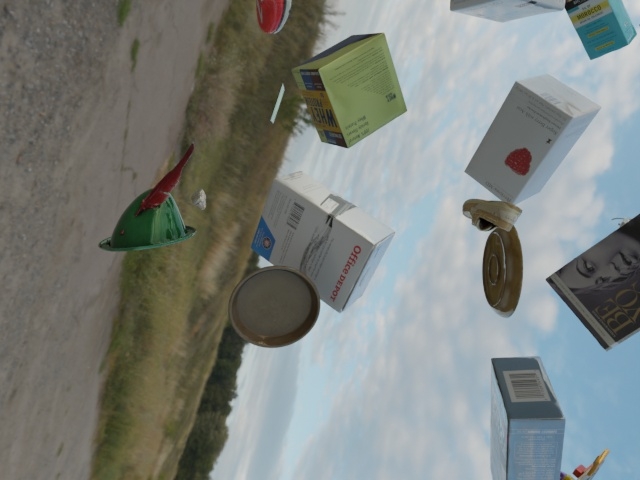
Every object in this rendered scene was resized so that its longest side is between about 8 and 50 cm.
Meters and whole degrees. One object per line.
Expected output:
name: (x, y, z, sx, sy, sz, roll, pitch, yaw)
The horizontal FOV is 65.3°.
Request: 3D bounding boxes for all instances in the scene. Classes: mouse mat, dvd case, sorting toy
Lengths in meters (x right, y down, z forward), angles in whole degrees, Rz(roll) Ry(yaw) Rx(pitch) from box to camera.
mouse mat: (-0.176, -0.558, 2.043, 0.189, 0.007, 0.152, -107, -144, -80)
dvd case: (0.529, 0.061, 0.853, 0.221, 0.018, 0.164, -41, -135, 18)
sorting toy: (0.680, 0.673, 1.355, 0.047, 0.196, 0.347, 37, -56, 38)

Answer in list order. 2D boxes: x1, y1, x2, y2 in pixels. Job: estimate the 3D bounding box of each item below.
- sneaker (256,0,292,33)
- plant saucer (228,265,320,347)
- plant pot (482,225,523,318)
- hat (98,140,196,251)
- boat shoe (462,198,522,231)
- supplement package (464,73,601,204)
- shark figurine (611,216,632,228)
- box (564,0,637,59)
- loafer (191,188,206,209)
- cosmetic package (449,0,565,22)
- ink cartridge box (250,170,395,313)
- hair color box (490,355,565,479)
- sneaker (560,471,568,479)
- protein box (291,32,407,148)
sneaker: (-0.138, -0.600, 1.135, 0.118, 0.107, 0.279, -36, 154, -27)
plant saucer: (-0.139, 0.199, 1.517, 0.041, 0.278, 0.277, -118, -135, -68)
plant pot: (0.435, 0.070, 1.216, 0.236, 0.033, 0.236, 3, 90, -88)
hat: (-0.329, -0.091, 0.949, 0.173, 0.209, 0.183, -130, -147, -71)
boat shoe: (0.334, -0.047, 1.014, 0.059, 0.063, 0.170, -66, -166, -2)
supplement package: (0.562, -0.267, 1.350, 0.175, 0.177, 0.292, -23, 147, -37)
shark figurine: (1.058, 0.001, 1.771, 0.116, 0.166, 0.278, -15, -130, 40)
box: (0.673, -0.581, 1.232, 0.060, 0.244, 0.101, -44, -163, -26)
loafer: (-0.386, -0.130, 1.597, 0.045, 0.039, 0.125, -35, -156, 4)
cosmetic package: (0.381, -0.541, 1.006, 0.151, 0.184, 0.151, 17, -70, 54)
ink cartridge box: (0.000, 0.000, 1.624, 0.166, 0.395, 0.285, -29, 148, -53)
hair color box: (0.458, 0.467, 1.132, 0.185, 0.114, 0.374, -76, 159, -61)
sneaker: (0.679, 0.705, 1.526, 0.068, 0.071, 0.170, -38, -164, -26)
protein box: (0.074, -0.370, 1.231, 0.200, 0.201, 0.136, -35, -149, -17)
